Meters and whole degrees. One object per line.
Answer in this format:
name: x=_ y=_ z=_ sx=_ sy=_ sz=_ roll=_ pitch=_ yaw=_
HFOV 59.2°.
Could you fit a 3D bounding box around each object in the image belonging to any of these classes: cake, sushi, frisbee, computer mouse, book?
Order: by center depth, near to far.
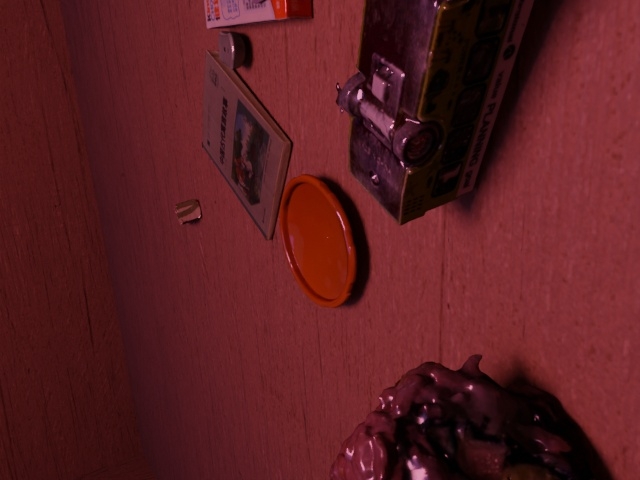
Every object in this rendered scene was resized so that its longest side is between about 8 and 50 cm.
sushi: x=0.133 y=0.247 z=0.476 sx=0.270 sy=0.237 sz=0.170 roll=60 pitch=139 yaw=33
frisbee: x=0.000 y=0.000 z=0.791 sx=0.192 sy=0.035 sz=0.192 roll=34 pitch=132 yaw=51
computer mouse: x=-0.141 y=-0.309 z=0.910 sx=0.110 sy=0.032 sz=0.055 roll=-133 pitch=40 yaw=-57
book: x=-0.138 y=-0.166 z=0.973 sx=0.282 sy=0.025 sz=0.214 roll=52 pitch=144 yaw=34
cake: x=-0.322 y=-0.062 z=1.310 sx=0.140 sy=0.055 sz=0.051 roll=-8 pitch=101 yaw=63

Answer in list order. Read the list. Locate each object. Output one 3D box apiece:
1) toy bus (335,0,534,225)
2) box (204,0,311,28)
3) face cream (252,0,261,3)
toy bus: x=0.100 y=-0.163 z=0.454 sx=0.113 sy=0.139 sz=0.301 roll=53 pitch=151 yaw=36
box: x=-0.103 y=-0.438 z=0.769 sx=0.265 sy=0.048 sz=0.273 roll=26 pitch=125 yaw=52
face cream: x=-0.090 y=-0.425 z=0.637 sx=0.154 sy=0.096 sz=0.273 roll=5 pitch=121 yaw=53
